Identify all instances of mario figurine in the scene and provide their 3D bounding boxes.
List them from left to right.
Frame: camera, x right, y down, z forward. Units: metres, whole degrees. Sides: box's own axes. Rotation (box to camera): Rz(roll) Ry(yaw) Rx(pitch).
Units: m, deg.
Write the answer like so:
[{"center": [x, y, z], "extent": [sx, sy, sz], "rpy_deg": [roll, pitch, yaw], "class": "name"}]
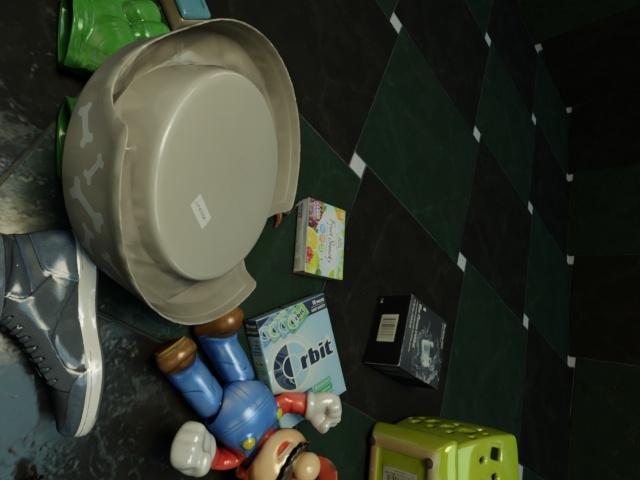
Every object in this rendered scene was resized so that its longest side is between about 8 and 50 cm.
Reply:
[{"center": [-0.072, 0.244, 0.538], "extent": [0.198, 0.170, 0.321], "rpy_deg": [-33, 94, -10], "class": "mario figurine"}]

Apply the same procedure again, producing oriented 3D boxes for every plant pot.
[{"center": [0.218, 0.467, 0.769], "extent": [0.207, 0.228, 0.227], "rpy_deg": [19, 69, -33], "class": "plant pot"}]

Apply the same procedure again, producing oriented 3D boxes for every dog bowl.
[{"center": [-0.144, -0.079, 0.498], "extent": [0.349, 0.102, 0.349], "rpy_deg": [13, 90, -70], "class": "dog bowl"}]

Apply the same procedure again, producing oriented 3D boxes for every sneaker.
[{"center": [-0.314, 0.099, 0.403], "extent": [0.163, 0.086, 0.226], "rpy_deg": [-1, 80, -47], "class": "sneaker"}]

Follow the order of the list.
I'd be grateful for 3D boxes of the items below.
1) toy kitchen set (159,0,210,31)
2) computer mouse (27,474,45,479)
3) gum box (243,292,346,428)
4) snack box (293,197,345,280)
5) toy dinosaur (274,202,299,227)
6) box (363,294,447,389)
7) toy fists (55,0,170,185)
[{"center": [-0.229, -0.372, 0.525], "extent": [0.207, 0.166, 0.122], "rpy_deg": [-32, 104, -43], "class": "toy kitchen set"}, {"center": [-0.287, 0.361, 0.397], "extent": [0.041, 0.071, 0.242], "rpy_deg": [-3, 82, -35], "class": "computer mouse"}, {"center": [-0.038, 0.201, 0.689], "extent": [0.157, 0.041, 0.184], "rpy_deg": [-14, 92, -45], "class": "gum box"}, {"center": [0.000, 0.000, 0.769], "extent": [0.100, 0.037, 0.141], "rpy_deg": [17, 71, -43], "class": "snack box"}, {"center": [-0.075, -0.085, 0.712], "extent": [0.082, 0.047, 0.090], "rpy_deg": [44, 63, -7], "class": "toy dinosaur"}, {"center": [0.190, 0.220, 0.875], "extent": [0.158, 0.093, 0.156], "rpy_deg": [38, 58, -35], "class": "box"}, {"center": [-0.249, -0.187, 0.521], "extent": [0.142, 0.096, 0.279], "rpy_deg": [3, 79, -46], "class": "toy fists"}]
